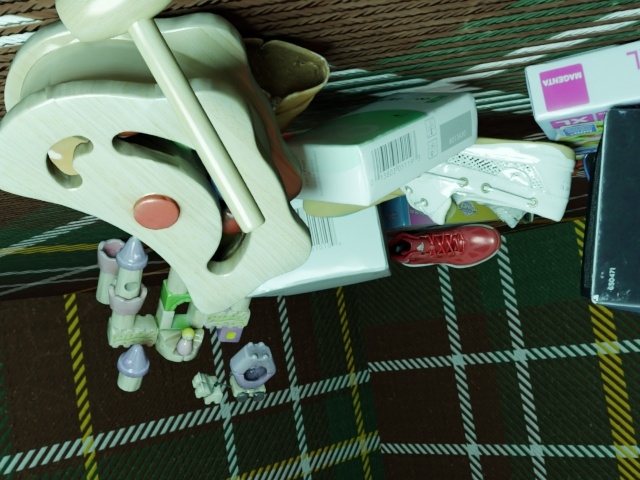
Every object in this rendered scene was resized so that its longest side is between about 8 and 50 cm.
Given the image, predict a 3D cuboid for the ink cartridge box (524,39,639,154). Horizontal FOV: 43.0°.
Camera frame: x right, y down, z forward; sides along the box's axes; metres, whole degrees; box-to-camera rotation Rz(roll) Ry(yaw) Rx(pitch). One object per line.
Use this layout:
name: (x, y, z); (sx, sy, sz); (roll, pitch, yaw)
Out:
ink cartridge box: (0.329, -0.143, 0.841); (0.185, 0.065, 0.311); (-10, 177, 21)

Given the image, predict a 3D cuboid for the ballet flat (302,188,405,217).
ballet flat: (0.073, -0.088, 1.045); (0.232, 0.080, 0.073); (-13, 146, 20)

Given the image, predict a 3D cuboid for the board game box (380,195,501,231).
board game box: (0.189, -0.045, 1.653); (0.316, 0.064, 0.242); (-4, 173, -42)

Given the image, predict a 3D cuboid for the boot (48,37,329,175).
boot: (-0.102, -0.096, 0.581); (0.197, 0.073, 0.152); (-15, 177, -29)

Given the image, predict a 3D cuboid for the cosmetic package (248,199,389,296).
cosmetic package: (0.000, 0.000, 1.320); (0.217, 0.156, 0.385); (-11, 174, 7)

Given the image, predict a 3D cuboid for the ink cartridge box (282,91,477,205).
ink cartridge box: (-0.001, -0.089, 0.723); (0.224, 0.056, 0.181); (10, -153, 36)

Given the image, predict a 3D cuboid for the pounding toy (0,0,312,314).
pounding toy: (-0.104, -0.034, 0.481); (0.154, 0.155, 0.269); (-16, 139, 9)

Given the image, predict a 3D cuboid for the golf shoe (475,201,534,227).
golf shoe: (0.370, -0.068, 1.606); (0.176, 0.086, 0.069); (-3, 174, -39)

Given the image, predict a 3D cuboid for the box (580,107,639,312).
box: (0.416, -0.009, 0.792); (0.296, 0.183, 0.294); (5, 179, 17)

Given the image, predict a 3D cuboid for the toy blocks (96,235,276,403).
toy blocks: (-0.229, 0.088, 1.431); (0.288, 0.309, 0.260); (2, 129, -26)

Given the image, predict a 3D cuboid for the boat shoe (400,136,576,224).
boat shoe: (0.132, -0.066, 0.891); (0.277, 0.096, 0.098); (6, -179, 21)

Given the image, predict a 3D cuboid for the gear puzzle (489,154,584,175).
gear puzzle: (0.448, -0.119, 1.381); (0.338, 0.044, 0.175); (-10, 175, 8)

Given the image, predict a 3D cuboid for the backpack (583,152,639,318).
backpack: (0.511, -0.058, 1.066); (0.263, 0.277, 0.213); (-20, 175, 32)

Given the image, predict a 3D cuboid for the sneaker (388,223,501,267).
sneaker: (0.232, 0.017, 1.579); (0.221, 0.087, 0.128); (-13, 175, 26)
